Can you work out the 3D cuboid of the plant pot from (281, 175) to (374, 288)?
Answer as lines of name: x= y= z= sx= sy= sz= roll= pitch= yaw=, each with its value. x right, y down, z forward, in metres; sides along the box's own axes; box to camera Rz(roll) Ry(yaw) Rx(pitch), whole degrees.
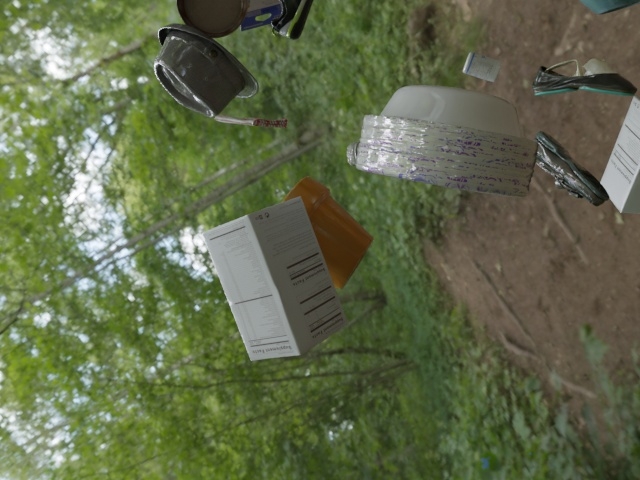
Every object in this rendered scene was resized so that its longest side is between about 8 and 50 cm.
plant pot: x=0.000 y=0.000 z=1.204 sx=0.188 sy=0.205 sz=0.205 roll=33 pitch=-167 yaw=7

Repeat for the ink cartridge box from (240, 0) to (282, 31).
ink cartridge box: x=-0.201 y=-0.790 z=1.681 sx=0.065 sy=0.186 sz=0.311 roll=21 pitch=130 yaw=39

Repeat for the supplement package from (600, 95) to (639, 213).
supplement package: x=0.958 y=-0.237 z=1.640 sx=0.175 sy=0.177 sz=0.293 roll=-87 pitch=1 yaw=-56

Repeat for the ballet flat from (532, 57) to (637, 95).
ballet flat: x=0.702 y=-0.438 z=1.546 sx=0.095 sy=0.280 sz=0.096 roll=-11 pitch=-72 yaw=-44

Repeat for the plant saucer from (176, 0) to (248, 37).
plant saucer: x=-0.256 y=-0.566 z=1.368 sx=0.168 sy=0.168 sz=0.029 roll=52 pitch=-178 yaw=-11

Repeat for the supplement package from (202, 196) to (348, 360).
supplement package: x=-0.078 y=0.068 z=1.004 sx=0.134 sy=0.139 sz=0.244 roll=-24 pitch=-84 yaw=-47

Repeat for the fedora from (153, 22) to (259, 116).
fedora: x=-0.302 y=-0.401 z=1.429 sx=0.275 sy=0.124 sz=0.244 roll=40 pitch=161 yaw=-33

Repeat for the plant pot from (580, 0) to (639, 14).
plant pot: x=0.883 y=-0.795 z=1.721 sx=0.290 sy=0.290 sz=0.195 roll=-55 pitch=-49 yaw=-74

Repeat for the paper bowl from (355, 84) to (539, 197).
paper bowl: x=0.207 y=-0.164 z=0.941 sx=0.284 sy=0.148 sz=0.284 roll=9 pitch=-172 yaw=-1

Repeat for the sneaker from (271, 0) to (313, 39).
sneaker: x=-0.066 y=-0.645 z=1.505 sx=0.097 sy=0.234 sz=0.084 roll=21 pitch=-175 yaw=-3

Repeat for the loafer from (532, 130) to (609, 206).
loafer: x=0.623 y=-0.170 z=1.470 sx=0.096 sy=0.084 sz=0.267 roll=12 pitch=-142 yaw=-37

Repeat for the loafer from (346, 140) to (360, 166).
loafer: x=0.230 y=-0.286 z=1.942 sx=0.319 sy=0.111 sz=0.112 roll=-7 pitch=-88 yaw=-41

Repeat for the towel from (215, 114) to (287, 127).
towel: x=-0.206 y=-0.365 z=1.747 sx=0.197 sy=0.144 sz=0.029 roll=-16 pitch=-66 yaw=-61

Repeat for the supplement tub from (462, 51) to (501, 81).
supplement tub: x=0.525 y=-0.564 z=1.873 sx=0.107 sy=0.071 sz=0.071 roll=19 pitch=-166 yaw=5
